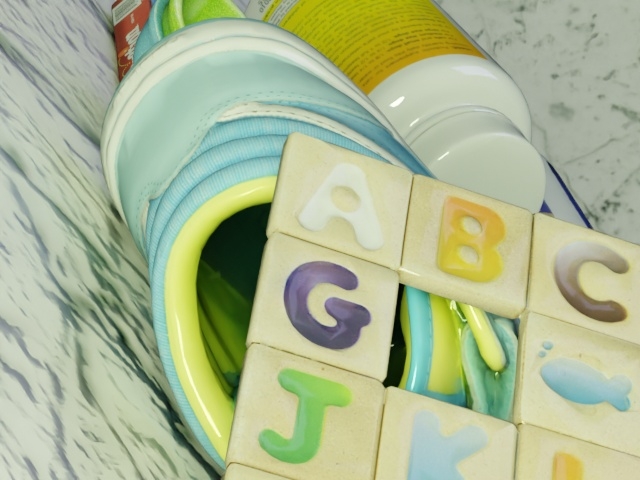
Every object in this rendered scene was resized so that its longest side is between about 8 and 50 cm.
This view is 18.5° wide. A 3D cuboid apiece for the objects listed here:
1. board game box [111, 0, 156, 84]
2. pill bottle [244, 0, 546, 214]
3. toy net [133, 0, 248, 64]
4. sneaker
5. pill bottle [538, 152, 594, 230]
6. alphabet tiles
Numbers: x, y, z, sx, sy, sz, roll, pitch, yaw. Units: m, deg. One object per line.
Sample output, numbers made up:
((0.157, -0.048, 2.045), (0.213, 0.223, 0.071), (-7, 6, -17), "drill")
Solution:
((0.000, 0.000, 0.972), (0.281, 0.027, 0.145), (47, 12, -24), "board game box")
((0.042, -0.076, 1.115), (0.117, 0.117, 0.215), (43, 7, -40), "pill bottle")
((0.001, -0.019, 0.862), (0.232, 0.045, 0.122), (30, 36, -47), "toy net")
((0.051, 0.068, 0.691), (0.319, 0.127, 0.208), (38, 12, -17), "sneaker")
((0.105, 0.000, 1.198), (0.112, 0.112, 0.186), (47, 11, -26), "pill bottle")
((0.089, 0.078, 0.544), (0.237, 0.009, 0.198), (17, 49, -10), "alphabet tiles")
